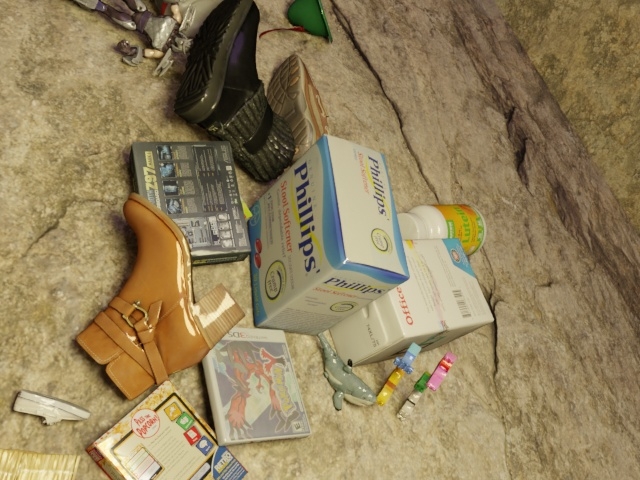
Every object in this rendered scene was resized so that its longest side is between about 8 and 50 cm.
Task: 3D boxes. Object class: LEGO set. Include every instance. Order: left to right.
[{"bbox_3d":[0.159,0.277,1.097,0.087,0.227,0.093,34,53,12],"label":"LEGO set"}]

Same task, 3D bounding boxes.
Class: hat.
[{"bbox_3d":[-0.079,-0.611,1.614,0.208,0.184,0.172,46,26,-76],"label":"hat"}]

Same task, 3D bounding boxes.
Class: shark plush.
[{"bbox_3d":[0.048,0.245,1.113,0.073,0.067,0.161,-10,69,-42],"label":"shark plush"}]

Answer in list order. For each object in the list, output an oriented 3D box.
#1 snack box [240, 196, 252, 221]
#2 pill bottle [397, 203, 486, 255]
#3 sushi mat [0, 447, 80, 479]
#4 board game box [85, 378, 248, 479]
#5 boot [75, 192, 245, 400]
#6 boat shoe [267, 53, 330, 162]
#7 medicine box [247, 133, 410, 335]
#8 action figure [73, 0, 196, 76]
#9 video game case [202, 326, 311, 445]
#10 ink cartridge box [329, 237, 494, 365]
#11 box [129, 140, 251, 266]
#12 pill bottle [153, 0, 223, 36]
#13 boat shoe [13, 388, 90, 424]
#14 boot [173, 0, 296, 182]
[{"bbox_3d":[-0.213,-0.086,1.146,0.100,0.037,0.141,-24,78,-45],"label":"snack box"},{"bbox_3d":[0.283,-0.020,1.427,0.246,0.136,0.136,-4,65,-40],"label":"pill bottle"},{"bbox_3d":[-0.399,0.406,0.684,0.152,0.019,0.316,22,51,-28],"label":"sushi mat"},{"bbox_3d":[-0.222,0.327,0.859,0.193,0.045,0.147,50,44,0],"label":"board game box"},{"bbox_3d":[-0.284,0.084,0.907,0.220,0.109,0.283,-37,89,-14],"label":"boot"},{"bbox_3d":[-0.045,-0.301,1.379,0.116,0.123,0.324,23,49,-42],"label":"boat shoe"},{"bbox_3d":[0.000,0.000,1.077,0.149,0.289,0.263,13,55,-33],"label":"medicine box"},{"bbox_3d":[-0.381,-0.460,1.194,0.285,0.099,0.185,31,87,-5],"label":"action figure"},{"bbox_3d":[-0.112,0.241,0.987,0.184,0.023,0.201,12,49,-43],"label":"video game case"},{"bbox_3d":[0.169,0.124,1.196,0.270,0.197,0.198,-1,64,-39],"label":"ink cartridge box"},{"bbox_3d":[-0.240,-0.069,1.058,0.184,0.059,0.232,-6,70,-26],"label":"box"},{"bbox_3d":[-0.333,-0.625,1.320,0.161,0.161,0.283,-18,74,-44],"label":"pill bottle"},{"bbox_3d":[-0.375,0.239,0.809,0.100,0.035,0.035,27,76,-27],"label":"boat shoe"},{"bbox_3d":[-0.148,-0.321,1.217,0.260,0.131,0.347,34,63,-42],"label":"boot"}]
